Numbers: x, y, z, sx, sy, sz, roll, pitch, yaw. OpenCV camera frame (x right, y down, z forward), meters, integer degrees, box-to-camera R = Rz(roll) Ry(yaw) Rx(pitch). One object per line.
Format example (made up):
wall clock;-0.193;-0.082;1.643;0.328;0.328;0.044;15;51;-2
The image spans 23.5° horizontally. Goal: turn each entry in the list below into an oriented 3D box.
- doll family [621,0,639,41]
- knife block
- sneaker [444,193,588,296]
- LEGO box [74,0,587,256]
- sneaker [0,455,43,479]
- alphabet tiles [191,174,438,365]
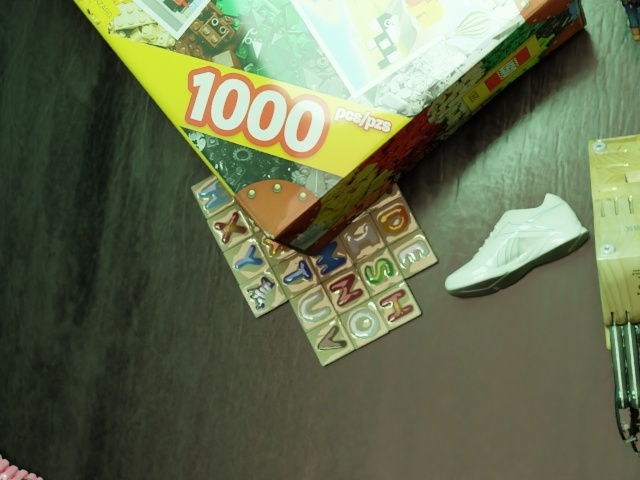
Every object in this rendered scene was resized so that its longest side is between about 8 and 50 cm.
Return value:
doll family;0.307;-0.293;1.512;0.076;0.111;0.193;-18;82;10
knife block;0.320;0.061;1.504;0.088;0.242;0.275;-5;39;11
sneaker;0.189;0.008;1.546;0.152;0.054;0.061;-28;71;2
LEGO box;-0.041;-0.293;1.540;0.372;0.193;0.500;-41;77;6
sneaker;-0.336;0.270;1.642;0.119;0.047;0.057;33;114;14
alphabet tiles;0.000;0.000;1.605;0.198;0.009;0.237;-29;79;8
